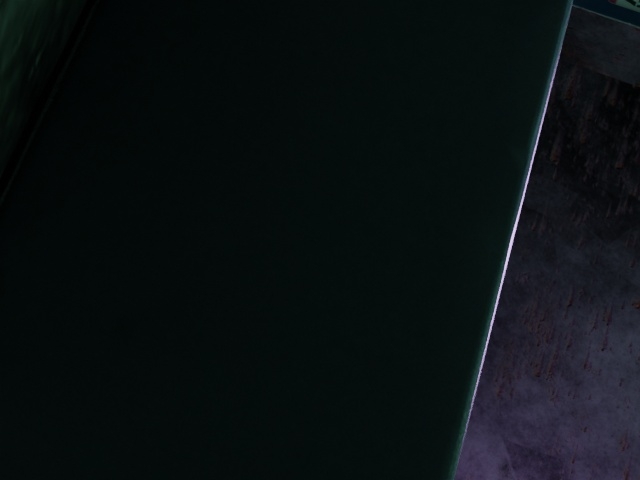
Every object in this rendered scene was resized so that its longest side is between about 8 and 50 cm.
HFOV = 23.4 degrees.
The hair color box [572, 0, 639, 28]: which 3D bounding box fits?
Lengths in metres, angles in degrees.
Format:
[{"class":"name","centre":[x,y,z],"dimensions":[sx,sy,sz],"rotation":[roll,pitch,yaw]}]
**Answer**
[{"class":"hair color box","centre":[0.174,-0.329,1.485],"dimensions":[0.174,0.347,0.105],"rotation":[-73,-178,-58]}]

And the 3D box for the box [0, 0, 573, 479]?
[{"class":"box","centre":[-0.037,0.052,0.646],"dimensions":[0.294,0.182,0.296],"rotation":[107,1,-58]}]
